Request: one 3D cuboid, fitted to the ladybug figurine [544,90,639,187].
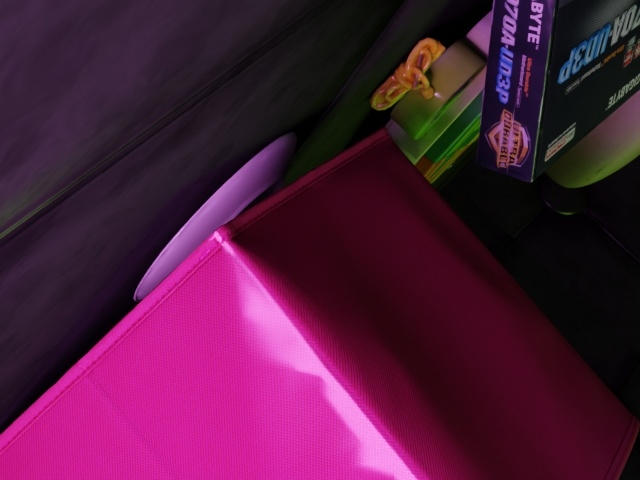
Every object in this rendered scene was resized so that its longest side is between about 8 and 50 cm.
[{"bbox_3d":[0.331,-0.235,1.394,0.449,0.162,0.305,-54,-173,44],"label":"ladybug figurine"}]

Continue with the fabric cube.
[{"bbox_3d":[-0.003,0.128,0.813,0.259,0.258,0.254,-42,178,29],"label":"fabric cube"}]

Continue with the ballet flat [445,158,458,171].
[{"bbox_3d":[0.187,-0.150,1.884,0.173,0.049,0.057,-47,-141,26],"label":"ballet flat"}]

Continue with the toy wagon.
[{"bbox_3d":[0.115,-0.125,1.117,0.267,0.068,0.344,-48,176,16],"label":"toy wagon"}]

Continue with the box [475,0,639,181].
[{"bbox_3d":[0.196,-0.166,1.000,0.220,0.051,0.175,-35,138,-47],"label":"box"}]

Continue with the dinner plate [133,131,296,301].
[{"bbox_3d":[-0.059,-0.010,0.810,0.141,0.017,0.141,-45,176,-4],"label":"dinner plate"}]
